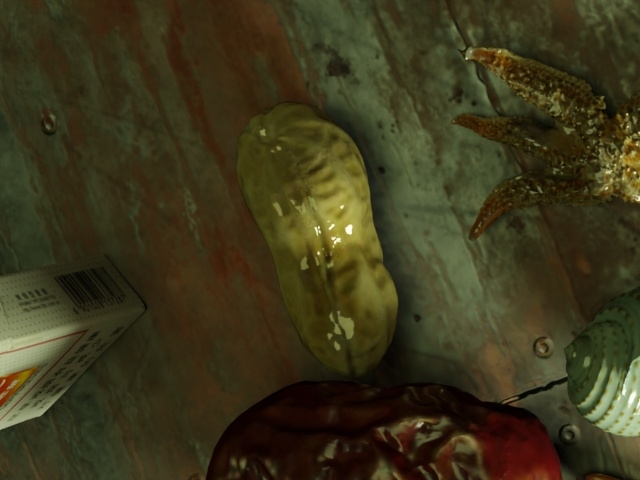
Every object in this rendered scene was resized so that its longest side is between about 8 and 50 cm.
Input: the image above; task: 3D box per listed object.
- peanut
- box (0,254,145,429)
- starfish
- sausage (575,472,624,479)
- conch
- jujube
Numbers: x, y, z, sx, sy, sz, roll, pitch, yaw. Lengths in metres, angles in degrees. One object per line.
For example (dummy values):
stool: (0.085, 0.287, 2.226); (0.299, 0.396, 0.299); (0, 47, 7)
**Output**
peanut: (0.000, 0.000, 1.902); (0.147, 0.147, 0.306); (-15, 93, 24)
box: (-0.360, 0.129, 1.969); (0.210, 0.330, 0.095); (-45, 79, 21)
starfish: (0.263, -0.113, 1.812); (0.293, 0.084, 0.301); (7, 103, 21)
sausage: (0.317, 0.265, 1.865); (0.107, 0.031, 0.031); (14, 102, 20)
conch: (0.334, 0.113, 1.785); (0.131, 0.200, 0.172); (53, 129, 43)
jujube: (0.063, 0.277, 1.861); (0.377, 0.276, 0.276); (-1, 97, 36)
